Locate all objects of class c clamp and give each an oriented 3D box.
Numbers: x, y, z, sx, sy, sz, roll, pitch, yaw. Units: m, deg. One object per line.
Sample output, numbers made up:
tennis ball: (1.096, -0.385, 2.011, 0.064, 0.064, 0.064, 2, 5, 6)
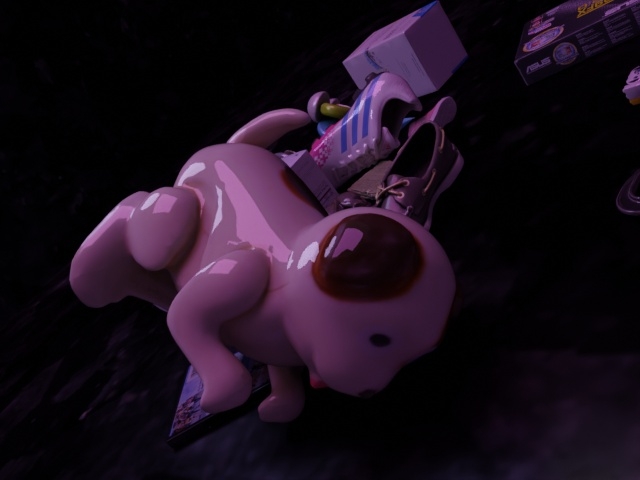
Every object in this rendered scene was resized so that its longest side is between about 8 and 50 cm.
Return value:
c clamp: (0.421, -0.077, 0.717, 0.161, 0.022, 0.137, -12, 37, 45)

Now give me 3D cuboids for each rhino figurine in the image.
rhino figurine: (0.000, 0.000, 1.138, 0.243, 0.073, 0.106, -41, 25, -6)

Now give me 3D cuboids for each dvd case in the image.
dvd case: (-0.118, 0.198, 0.978, 0.253, 0.022, 0.180, -31, 23, 14)

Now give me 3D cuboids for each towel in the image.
towel: (0.121, -0.118, 1.258, 0.110, 0.027, 0.148, -42, 20, -15)

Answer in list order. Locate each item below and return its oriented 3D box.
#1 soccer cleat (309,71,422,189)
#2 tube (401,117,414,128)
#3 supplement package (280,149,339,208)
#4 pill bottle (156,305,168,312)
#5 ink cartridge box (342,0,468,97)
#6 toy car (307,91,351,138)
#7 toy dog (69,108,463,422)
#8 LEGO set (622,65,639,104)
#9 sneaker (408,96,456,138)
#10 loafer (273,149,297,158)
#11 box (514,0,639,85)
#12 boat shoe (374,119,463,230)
soccer cleat: (0.079, -0.197, 1.336, 0.143, 0.116, 0.331, 47, 110, 33)
tube: (0.120, -0.231, 1.474, 0.207, 0.052, 0.080, -35, 24, -11)
supplement package: (-0.120, -0.034, 1.296, 0.204, 0.145, 0.262, -10, 33, 50)
pill bottle: (-0.296, 0.053, 1.427, 0.119, 0.119, 0.208, -17, 29, 42)
ink cartridge box: (0.216, -0.466, 1.637, 0.233, 0.168, 0.171, -7, 36, 53)
toy car: (0.052, -0.272, 1.530, 0.182, 0.159, 0.136, 2, -74, -69)
toy dog: (-0.026, 0.042, 0.796, 0.408, 0.284, 0.395, 20, 69, 38)
LEGO set: (0.478, -0.249, 0.900, 0.093, 0.087, 0.227, -12, 38, 53)
sneaker: (0.228, -0.250, 1.329, 0.070, 0.051, 0.134, -2, 44, 48)
loafer: (-0.070, -0.164, 1.501, 0.087, 0.094, 0.251, -31, 1, -13)
box: (0.519, -0.421, 1.220, 0.270, 0.060, 0.216, -21, 26, 36)
boat shoe: (0.137, -0.076, 1.039, 0.109, 0.091, 0.305, -3, 42, 44)
